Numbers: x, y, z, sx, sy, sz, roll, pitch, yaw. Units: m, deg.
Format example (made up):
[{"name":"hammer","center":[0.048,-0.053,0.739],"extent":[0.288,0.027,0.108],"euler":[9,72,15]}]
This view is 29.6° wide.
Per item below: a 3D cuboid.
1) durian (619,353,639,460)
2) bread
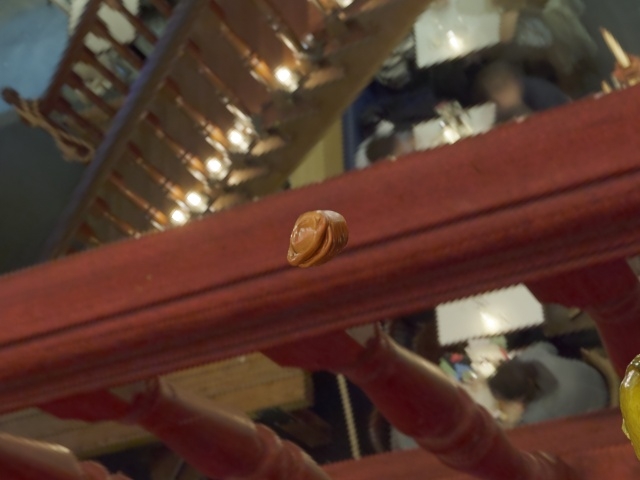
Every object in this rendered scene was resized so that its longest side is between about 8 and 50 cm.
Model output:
[{"name":"durian","center":[0.289,0.147,0.885],"extent":[0.101,0.139,0.250],"euler":[-19,15,-6]},{"name":"bread","center":[0.000,0.000,0.993],"extent":[0.034,0.088,0.049],"euler":[25,96,14]}]
